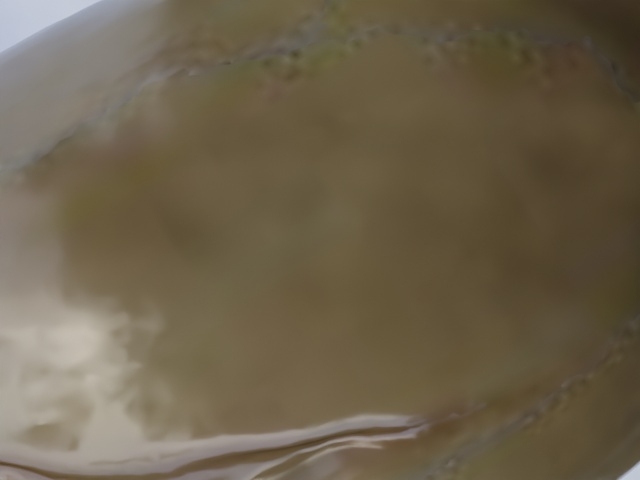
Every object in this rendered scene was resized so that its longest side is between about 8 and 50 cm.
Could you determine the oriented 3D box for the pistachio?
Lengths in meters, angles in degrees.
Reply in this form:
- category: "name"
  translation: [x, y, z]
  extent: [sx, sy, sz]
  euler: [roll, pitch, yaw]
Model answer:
- category: "pistachio"
  translation: [0.000, 0.000, 0.458]
  extent: [0.181, 0.293, 0.162]
  euler: [-118, 4, -59]
